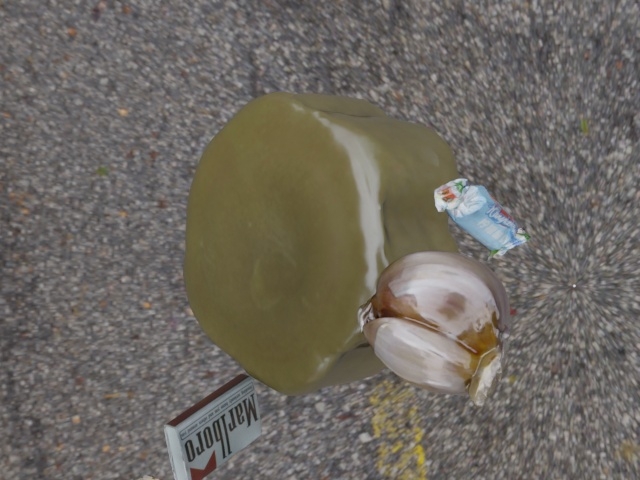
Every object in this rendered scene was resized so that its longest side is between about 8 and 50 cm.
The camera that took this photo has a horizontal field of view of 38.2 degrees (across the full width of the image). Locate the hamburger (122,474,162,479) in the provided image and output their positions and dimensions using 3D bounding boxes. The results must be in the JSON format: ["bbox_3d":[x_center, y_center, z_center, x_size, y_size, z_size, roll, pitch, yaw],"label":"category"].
[{"bbox_3d":[-0.231,0.394,0.878,0.318,0.195,0.276,-19,56,-14],"label":"hamburger"}]

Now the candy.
[{"bbox_3d":[0.081,-0.010,0.470,0.030,0.083,0.020,-37,52,20],"label":"candy"}]

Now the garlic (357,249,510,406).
[{"bbox_3d":[0.151,0.091,1.094,0.191,0.214,0.160,31,100,19],"label":"garlic"}]

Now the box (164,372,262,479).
[{"bbox_3d":[-0.166,0.302,1.476,0.036,0.177,0.115,9,117,37],"label":"box"}]

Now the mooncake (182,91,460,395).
[{"bbox_3d":[0.000,0.000,1.433,0.467,0.262,0.466,-3,86,45],"label":"mooncake"}]
